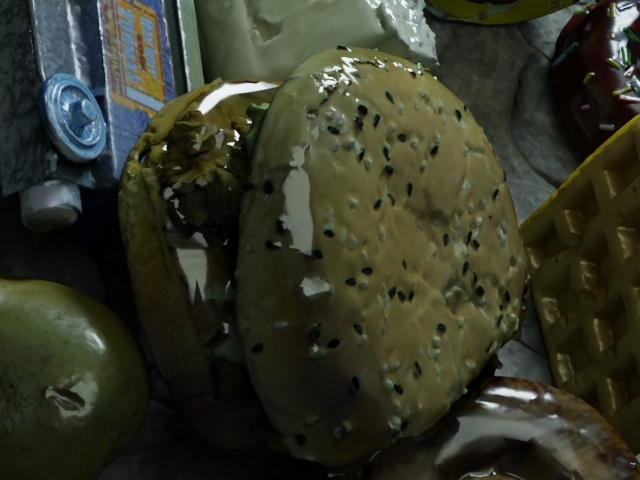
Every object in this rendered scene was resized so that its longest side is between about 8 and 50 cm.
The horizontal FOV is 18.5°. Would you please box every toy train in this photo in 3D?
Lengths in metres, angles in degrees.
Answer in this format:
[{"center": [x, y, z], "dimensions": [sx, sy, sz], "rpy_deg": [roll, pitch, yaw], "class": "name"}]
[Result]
[{"center": [-0.190, -0.131, 1.531], "dimensions": [0.202, 0.131, 0.299], "rpy_deg": [22, 52, -49], "class": "toy train"}]

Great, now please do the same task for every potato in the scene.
[{"center": [-0.216, 0.098, 1.411], "dimensions": [0.194, 0.157, 0.157], "rpy_deg": [41, 54, 13], "class": "potato"}]

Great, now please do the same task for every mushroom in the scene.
[{"center": [0.105, 0.229, 1.457], "dimensions": [0.263, 0.195, 0.283], "rpy_deg": [48, 38, 15], "class": "mushroom"}]

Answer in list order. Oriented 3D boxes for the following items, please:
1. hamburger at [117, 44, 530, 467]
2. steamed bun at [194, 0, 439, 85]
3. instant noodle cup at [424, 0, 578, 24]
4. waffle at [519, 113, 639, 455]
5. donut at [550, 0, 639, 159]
[{"center": [0.000, 0.000, 1.446], "dimensions": [0.318, 0.195, 0.277], "rpy_deg": [-43, 119, -48], "class": "hamburger"}, {"center": [-0.009, -0.198, 1.647], "dimensions": [0.170, 0.200, 0.225], "rpy_deg": [29, 40, -59], "class": "steamed bun"}, {"center": [0.160, -0.347, 1.803], "dimensions": [0.215, 0.215, 0.236], "rpy_deg": [4, 54, -23], "class": "instant noodle cup"}, {"center": [0.252, 0.042, 1.609], "dimensions": [0.055, 0.221, 0.248], "rpy_deg": [1, 63, -24], "class": "waffle"}, {"center": [0.329, -0.142, 1.825], "dimensions": [0.235, 0.089, 0.235], "rpy_deg": [11, 58, -19], "class": "donut"}]
